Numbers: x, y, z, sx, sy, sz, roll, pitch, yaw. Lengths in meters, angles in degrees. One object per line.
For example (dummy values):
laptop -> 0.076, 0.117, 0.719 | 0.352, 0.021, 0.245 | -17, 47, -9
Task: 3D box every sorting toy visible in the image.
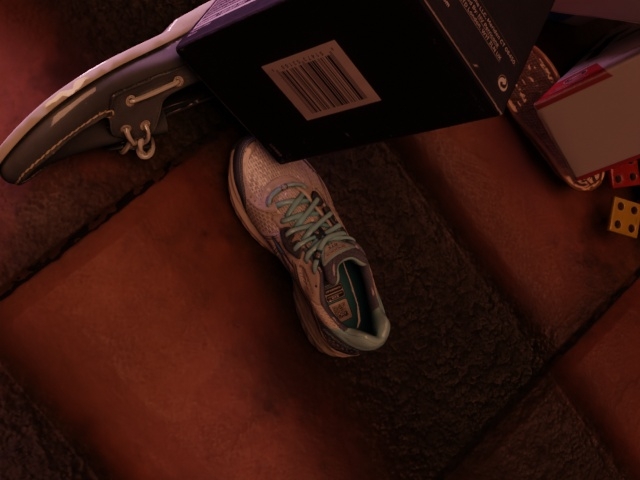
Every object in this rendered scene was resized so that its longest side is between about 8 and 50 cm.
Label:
sorting toy -> 0.487, -0.071, 1.148 | 0.274, 0.046, 0.132 | -11, 92, -21

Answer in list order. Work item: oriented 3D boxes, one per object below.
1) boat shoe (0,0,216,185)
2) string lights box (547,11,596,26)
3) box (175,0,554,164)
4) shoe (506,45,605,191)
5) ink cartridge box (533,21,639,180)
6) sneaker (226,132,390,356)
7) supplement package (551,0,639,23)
boat shoe -> -0.187, -0.140, 0.860 | 0.319, 0.116, 0.099 | -40, 100, -24
string lights box -> 0.245, -0.367, 1.054 | 0.259, 0.077, 0.133 | 6, 85, -20
box -> 0.068, -0.254, 0.817 | 0.183, 0.296, 0.294 | 46, 58, -30
shoe -> 0.292, -0.160, 1.079 | 0.076, 0.058, 0.219 | -30, 95, 12
ink cartridge box -> 0.413, -0.205, 1.003 | 0.273, 0.197, 0.114 | -40, 102, -41
sneaker -> 0.000, 0.000, 0.919 | 0.110, 0.122, 0.283 | -33, 99, -19
supplement package -> 0.309, -0.402, 0.882 | 0.177, 0.175, 0.293 | -52, 134, -12
